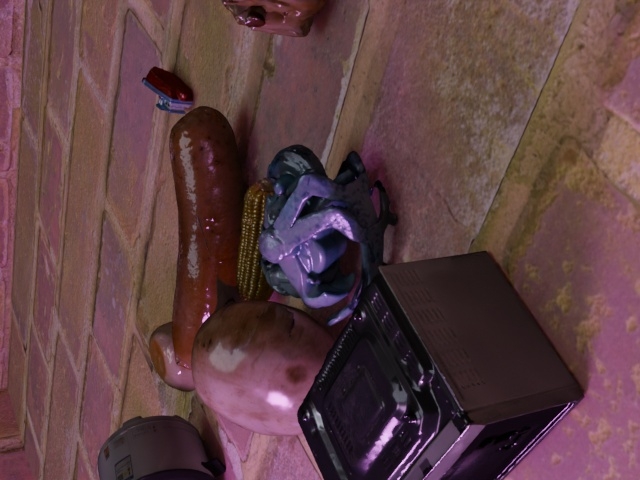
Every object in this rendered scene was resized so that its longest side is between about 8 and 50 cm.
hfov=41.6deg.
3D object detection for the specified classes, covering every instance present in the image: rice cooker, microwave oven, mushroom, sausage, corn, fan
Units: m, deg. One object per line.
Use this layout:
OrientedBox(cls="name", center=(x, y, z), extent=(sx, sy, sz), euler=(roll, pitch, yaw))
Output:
OrientedBox(cls="rice cooker", center=(-0.330, 0.503, 1.716), extent=(0.227, 0.280, 0.241), euler=(59, 175, 50))
OrientedBox(cls="microwave oven", center=(0.112, 0.191, 0.972), extent=(0.237, 0.181, 0.295), euler=(61, 143, 32))
OrientedBox(cls="mushroom", center=(-0.074, 0.188, 1.272), extent=(0.255, 0.184, 0.255), euler=(14, 126, 21))
OrientedBox(cls="sausage", center=(-0.203, 0.009, 1.523), extent=(0.123, 0.136, 0.501), euler=(-102, 13, -71))
OrientedBox(cls="corn", center=(-0.096, 0.003, 1.394), extent=(0.080, 0.080, 0.238), euler=(48, 139, 45))
OrientedBox(cls="fan", center=(-0.156, 0.099, 1.411), extent=(0.010, 0.182, 0.310), euler=(-12, 106, 21))

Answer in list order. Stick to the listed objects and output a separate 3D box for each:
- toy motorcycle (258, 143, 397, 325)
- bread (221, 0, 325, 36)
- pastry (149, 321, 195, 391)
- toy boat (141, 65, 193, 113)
OrientedBox(cls="toy motorcycle", center=(0.000, 0.000, 1.180), extent=(0.206, 0.154, 0.260), euler=(30, 131, 27))
OrientedBox(cls="bread", center=(-0.159, -0.477, 1.208), extent=(0.191, 0.314, 0.370), euler=(-52, 47, 39))
OrientedBox(cls="pastry", center=(-0.302, 0.245, 1.777), extent=(0.156, 0.092, 0.156), euler=(38, 134, 53))
OrientedBox(cls="toy boat", center=(-0.318, -0.306, 1.723), extent=(0.173, 0.069, 0.059), euler=(42, 122, 43))
